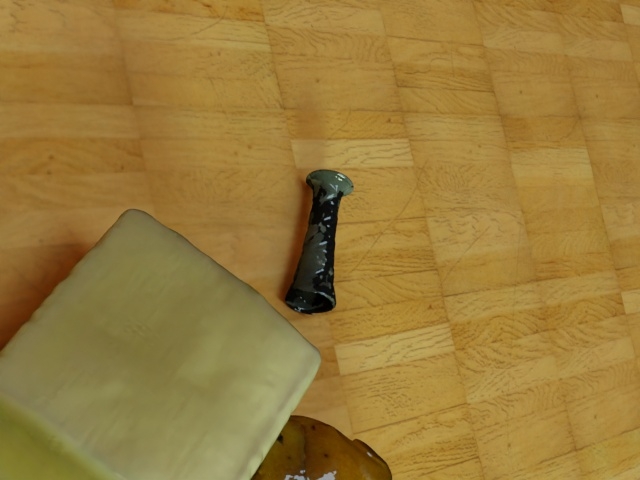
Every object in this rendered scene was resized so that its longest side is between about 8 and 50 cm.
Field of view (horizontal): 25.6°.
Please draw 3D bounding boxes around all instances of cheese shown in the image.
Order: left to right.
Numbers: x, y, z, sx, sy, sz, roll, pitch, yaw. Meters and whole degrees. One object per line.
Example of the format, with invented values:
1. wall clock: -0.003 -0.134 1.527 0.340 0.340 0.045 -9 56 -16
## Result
1. cheese: -0.158 0.138 1.278 0.242 0.124 0.265 35 45 -1

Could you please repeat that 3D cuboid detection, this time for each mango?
1. mango: -0.002 0.306 1.442 0.201 0.153 0.287 -43 111 -53

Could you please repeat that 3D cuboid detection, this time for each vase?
1. vase: 0.000 0.000 1.632 0.059 0.059 0.167 36 51 -39
